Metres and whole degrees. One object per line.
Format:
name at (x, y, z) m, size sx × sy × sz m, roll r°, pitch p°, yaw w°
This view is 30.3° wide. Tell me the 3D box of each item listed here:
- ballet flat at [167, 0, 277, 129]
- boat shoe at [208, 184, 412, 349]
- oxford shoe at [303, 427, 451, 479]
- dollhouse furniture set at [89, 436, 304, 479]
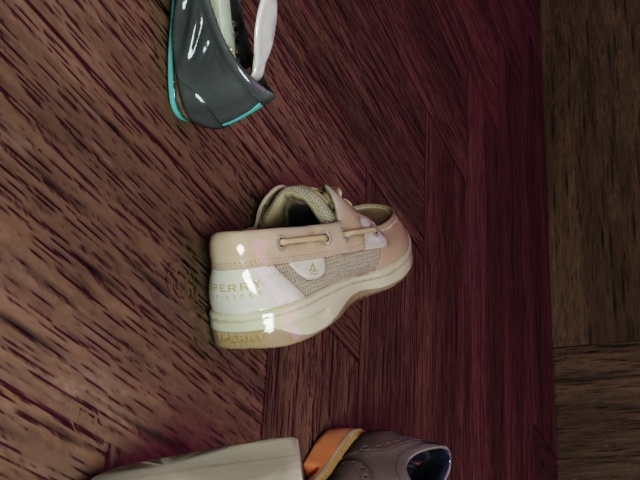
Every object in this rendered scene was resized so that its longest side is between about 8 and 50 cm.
ballet flat at (-0.083, -0.233, 0.971) m, size 0.095 × 0.096 × 0.280 m, roll -13°, pitch 95°, yaw -70°
boat shoe at (0.000, 0.000, 1.083) m, size 0.341 × 0.122 × 0.110 m, roll -35°, pitch 117°, yaw -67°
oxford shoe at (0.032, 0.275, 1.058) m, size 0.363 × 0.133 × 0.130 m, roll -58°, pitch 138°, yaw -60°
dollhouse furniture set at (-0.095, 0.370, 0.643) m, size 0.394 × 0.256 × 0.362 m, roll -103°, pitch -178°, yaw -73°
